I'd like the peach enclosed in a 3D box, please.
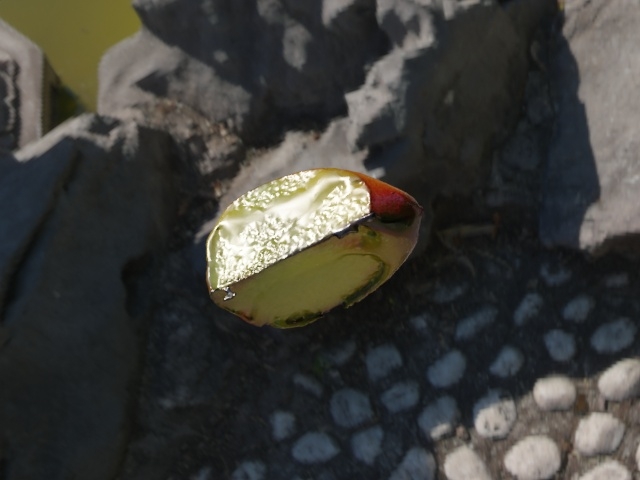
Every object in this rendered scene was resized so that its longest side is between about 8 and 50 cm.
[{"bbox_3d":[-0.004,-0.004,1.448,0.267,0.159,0.154,-28,53,9],"label":"peach"}]
